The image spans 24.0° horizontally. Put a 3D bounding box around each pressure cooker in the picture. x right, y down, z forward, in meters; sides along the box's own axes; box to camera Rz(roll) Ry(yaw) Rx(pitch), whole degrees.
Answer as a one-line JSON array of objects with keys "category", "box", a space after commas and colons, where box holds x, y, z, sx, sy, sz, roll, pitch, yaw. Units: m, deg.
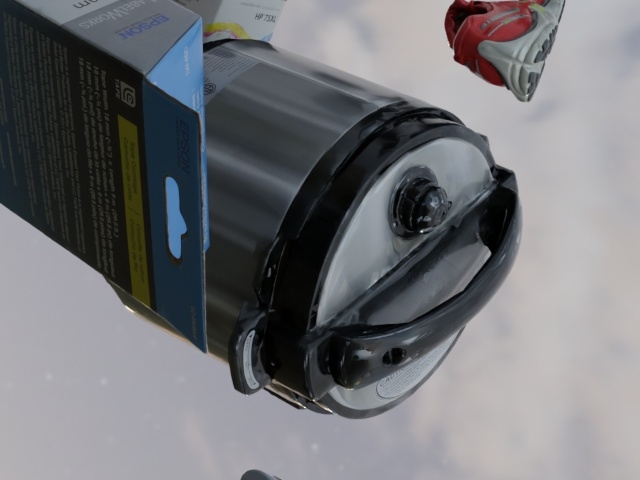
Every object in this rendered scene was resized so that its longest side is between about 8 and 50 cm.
[{"category": "pressure cooker", "box": [-0.002, -0.004, 1.669, 0.420, 0.370, 0.375, 24, 0, 33]}]

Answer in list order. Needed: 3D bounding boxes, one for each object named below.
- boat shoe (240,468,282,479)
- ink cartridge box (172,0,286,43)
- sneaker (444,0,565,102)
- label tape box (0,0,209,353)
[{"category": "boat shoe", "box": [-0.023, 0.280, 1.530, 0.142, 0.049, 0.040, 38, 9, 30]}, {"category": "ink cartridge box", "box": [-0.120, -0.272, 1.831, 0.078, 0.134, 0.231, 32, -72, 26]}, {"category": "sneaker", "box": [0.194, -0.230, 1.627, 0.279, 0.118, 0.107, -56, 167, -74]}, {"category": "label tape box", "box": [-0.171, -0.091, 1.295, 0.334, 0.106, 0.240, 32, -44, 34]}]
